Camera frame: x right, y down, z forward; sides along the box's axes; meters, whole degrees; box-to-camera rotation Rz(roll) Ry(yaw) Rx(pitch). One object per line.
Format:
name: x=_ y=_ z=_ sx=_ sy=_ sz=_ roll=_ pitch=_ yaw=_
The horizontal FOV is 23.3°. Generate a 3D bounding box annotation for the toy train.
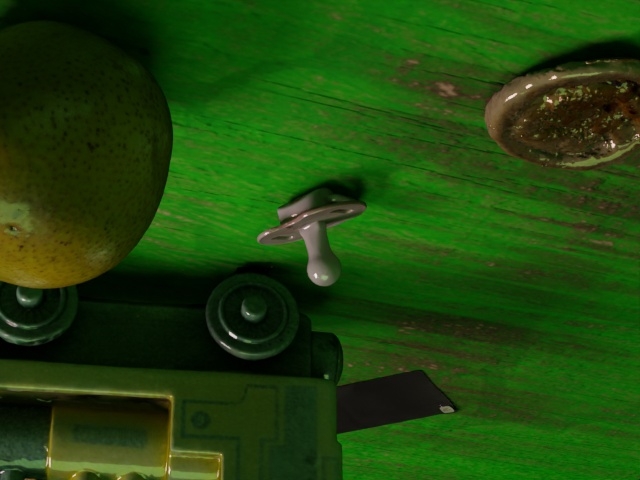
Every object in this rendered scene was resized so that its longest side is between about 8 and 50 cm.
toy train: x=-0.162 y=0.145 z=1.366 sx=0.369 sy=0.237 sz=0.150 roll=4 pitch=152 yaw=-8

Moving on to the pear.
pear: x=-0.196 y=-0.060 z=1.076 sx=0.198 sy=0.198 sz=0.198 roll=-1 pitch=150 yaw=0

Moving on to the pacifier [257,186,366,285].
pacifier: x=0.000 y=0.000 z=1.281 sx=0.099 sy=0.078 sz=0.081 roll=-26 pitch=163 yaw=35

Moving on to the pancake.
pancake: x=0.199 y=-0.096 z=1.168 sx=0.151 sy=0.025 sz=0.152 roll=0 pitch=151 yaw=0

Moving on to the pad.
pad: x=0.039 y=0.179 z=1.661 sx=0.193 sy=0.004 sz=0.116 roll=-12 pitch=147 yaw=21
